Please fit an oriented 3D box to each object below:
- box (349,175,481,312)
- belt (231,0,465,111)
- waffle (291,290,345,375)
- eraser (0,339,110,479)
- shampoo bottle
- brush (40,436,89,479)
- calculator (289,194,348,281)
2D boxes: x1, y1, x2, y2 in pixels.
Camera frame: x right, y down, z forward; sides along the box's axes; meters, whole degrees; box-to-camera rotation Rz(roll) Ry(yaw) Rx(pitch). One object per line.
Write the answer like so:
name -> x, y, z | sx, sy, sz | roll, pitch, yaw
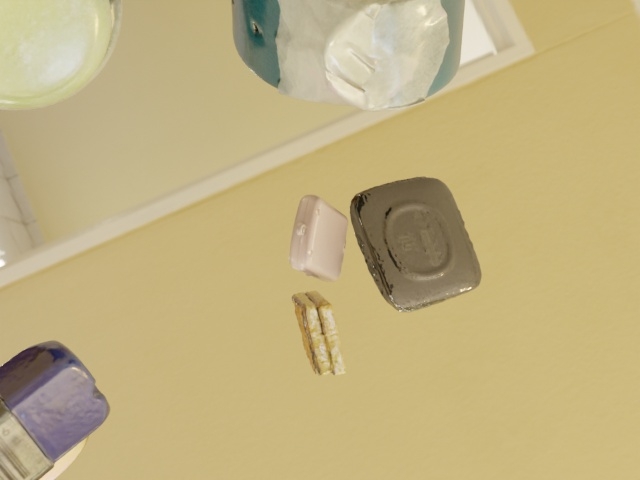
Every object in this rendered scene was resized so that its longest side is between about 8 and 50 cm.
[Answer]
box -> 0.159, 0.001, 1.224 | 0.042, 0.201, 0.212 | -29, -101, 65
belt -> 0.028, -0.336, 1.014 | 0.436, 0.300, 0.173 | -108, -168, -53
waffle -> -0.004, 0.125, 1.034 | 0.148, 0.042, 0.102 | -163, -121, -82
eraser -> -0.446, 0.275, 0.982 | 0.102, 0.332, 0.155 | 27, -34, 39
shampoo bottle -> -0.470, -0.363, 1.136 | 0.317, 0.322, 0.322 | 46, -17, 51
brush -> -0.552, 0.359, 1.427 | 0.174, 0.266, 0.166 | 31, 5, -32
calculator -> 0.000, 0.000, 1.003 | 0.175, 0.032, 0.100 | 31, 68, -69
